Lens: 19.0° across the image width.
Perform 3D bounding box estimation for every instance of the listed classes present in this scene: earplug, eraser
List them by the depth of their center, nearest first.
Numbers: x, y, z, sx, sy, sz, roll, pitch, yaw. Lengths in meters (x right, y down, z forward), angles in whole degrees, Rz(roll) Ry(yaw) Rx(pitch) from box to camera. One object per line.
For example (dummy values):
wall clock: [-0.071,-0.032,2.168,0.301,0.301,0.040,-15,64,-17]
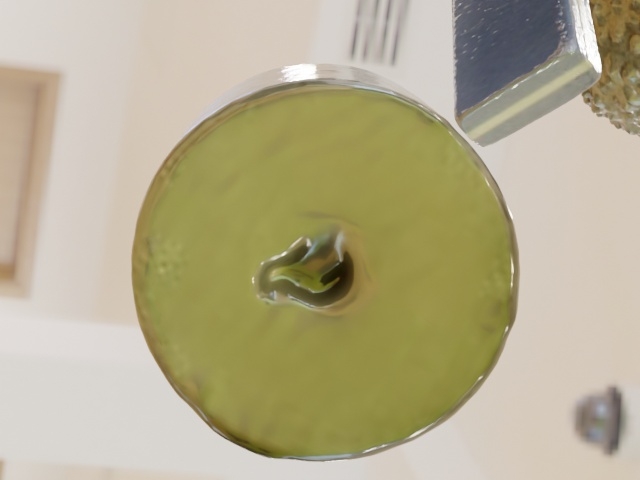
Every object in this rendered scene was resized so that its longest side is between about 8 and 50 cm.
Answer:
eraser: [0.118,-0.125,1.130,0.082,0.036,0.225,-31,-157,18]
earplug: [0.000,0.000,1.697,0.394,0.312,0.313,-97,-165,-81]

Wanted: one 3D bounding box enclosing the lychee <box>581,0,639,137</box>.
lychee: [0.366,-0.241,1.880,0.300,0.300,0.300,-174,-90,-75]
